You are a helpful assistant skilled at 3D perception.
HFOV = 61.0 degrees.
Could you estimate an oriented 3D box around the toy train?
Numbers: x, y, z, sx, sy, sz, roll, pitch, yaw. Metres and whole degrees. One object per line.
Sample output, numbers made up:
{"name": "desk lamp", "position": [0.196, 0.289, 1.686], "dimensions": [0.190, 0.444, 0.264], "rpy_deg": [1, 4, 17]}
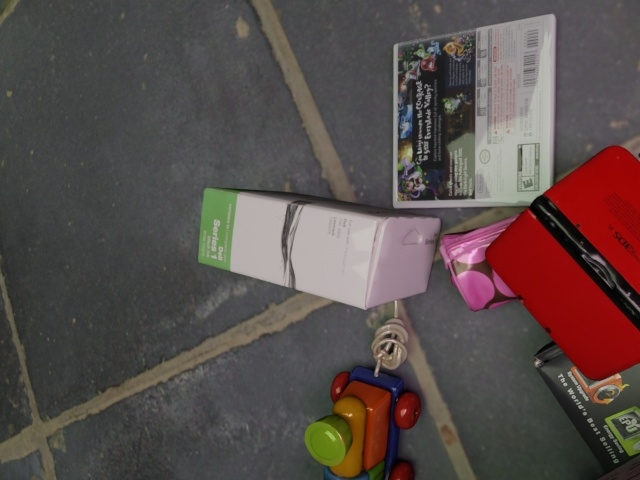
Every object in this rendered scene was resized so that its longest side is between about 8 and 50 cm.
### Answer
{"name": "toy train", "position": [0.036, 0.186, 0.588], "dimensions": [0.105, 0.143, 0.247], "rpy_deg": [10, 102, 31]}

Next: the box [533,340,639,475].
{"name": "box", "position": [0.408, 0.180, 0.389], "dimensions": [0.318, 0.097, 0.394], "rpy_deg": [-38, 70, 28]}

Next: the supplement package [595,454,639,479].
{"name": "supplement package", "position": [0.230, 0.252, 0.298], "dimensions": [0.198, 0.263, 0.199], "rpy_deg": [-49, 66, 27]}

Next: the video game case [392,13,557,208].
{"name": "video game case", "position": [0.160, -0.130, 0.587], "dimensions": [0.173, 0.022, 0.190], "rpy_deg": [1, 92, 32]}

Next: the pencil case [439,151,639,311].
{"name": "pencil case", "position": [0.215, -0.002, 0.509], "dimensions": [0.209, 0.098, 0.095], "rpy_deg": [-26, 57, 29]}

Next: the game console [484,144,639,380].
{"name": "game console", "position": [0.230, 0.020, 0.440], "dimensions": [0.124, 0.085, 0.144], "rpy_deg": [-36, 73, -2]}

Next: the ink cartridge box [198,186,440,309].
{"name": "ink cartridge box", "position": [0.000, 0.000, 0.608], "dimensions": [0.220, 0.160, 0.092], "rpy_deg": [13, 99, 32]}
